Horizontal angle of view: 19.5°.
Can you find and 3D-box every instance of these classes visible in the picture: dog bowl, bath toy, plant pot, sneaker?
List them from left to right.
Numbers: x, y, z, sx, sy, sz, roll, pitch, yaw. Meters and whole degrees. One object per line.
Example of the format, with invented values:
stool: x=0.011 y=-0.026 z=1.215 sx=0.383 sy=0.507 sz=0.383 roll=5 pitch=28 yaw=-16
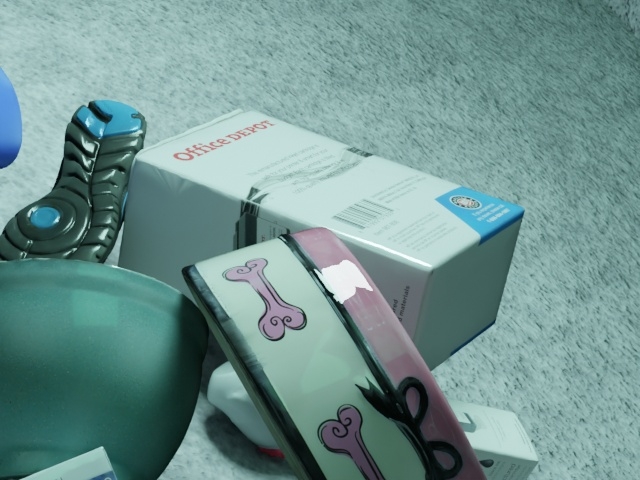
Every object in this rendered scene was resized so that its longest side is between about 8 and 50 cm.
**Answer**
plant pot: x=-0.257 y=0.173 z=1.810 sx=0.293 sy=0.293 sz=0.196 roll=16 pitch=57 yaw=-27
sneaker: x=-0.285 y=-0.012 z=2.223 sx=0.125 sy=0.140 sz=0.341 roll=16 pitch=47 yaw=10
bath toy: x=-0.017 y=0.148 z=2.241 sx=0.129 sy=0.151 sz=0.348 roll=67 pitch=24 yaw=-11
dog bowl: x=0.026 y=0.166 z=1.846 sx=0.408 sy=0.150 sz=0.408 roll=58 pitch=-5 yaw=9

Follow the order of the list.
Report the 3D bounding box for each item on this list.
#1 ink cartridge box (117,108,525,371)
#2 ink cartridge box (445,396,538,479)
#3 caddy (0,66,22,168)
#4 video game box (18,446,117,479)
ink cartridge box: x=0.000 y=0.000 z=2.218 sx=0.395 sy=0.166 sz=0.285 roll=21 pitch=23 yaw=22
ink cartridge box: x=0.114 y=0.260 z=2.133 sx=0.218 sy=0.158 sz=0.092 roll=15 pitch=30 yaw=-28
caddy: x=-0.496 y=-0.146 z=2.112 sx=0.179 sy=0.241 sz=0.341 roll=7 pitch=35 yaw=-48
video game box: x=-0.239 y=0.308 z=1.632 sx=0.187 sy=0.048 sz=0.205 roll=-21 pitch=80 yaw=-20
